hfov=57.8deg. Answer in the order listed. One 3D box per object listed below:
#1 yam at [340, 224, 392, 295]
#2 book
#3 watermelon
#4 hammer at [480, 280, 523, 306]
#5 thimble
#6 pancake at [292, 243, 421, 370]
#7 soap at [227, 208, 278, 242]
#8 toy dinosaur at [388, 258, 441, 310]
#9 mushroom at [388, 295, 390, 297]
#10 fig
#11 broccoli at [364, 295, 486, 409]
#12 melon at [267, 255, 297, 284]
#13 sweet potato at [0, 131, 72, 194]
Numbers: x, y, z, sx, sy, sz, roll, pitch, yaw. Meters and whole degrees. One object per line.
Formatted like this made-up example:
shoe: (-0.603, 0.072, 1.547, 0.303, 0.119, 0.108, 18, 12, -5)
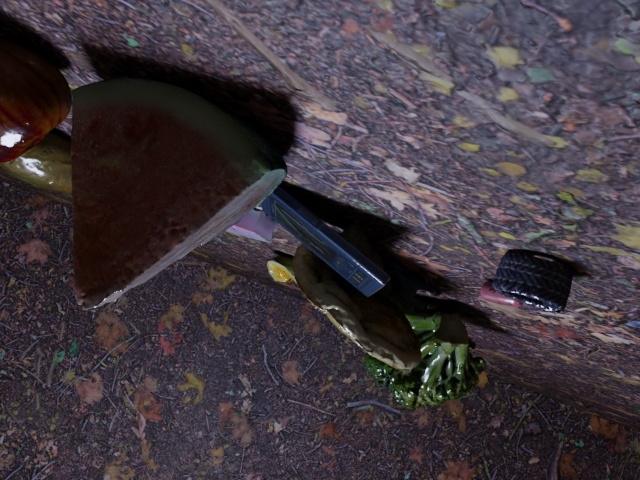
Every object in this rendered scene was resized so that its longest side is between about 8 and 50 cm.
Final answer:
yam: (0.097, 0.047, 1.158, 0.061, 0.061, 0.274, 16, 164, 25)
book: (0.000, 0.000, 1.035, 0.269, 0.025, 0.191, 40, 170, 4)
watermelon: (-0.197, -0.077, 0.715, 0.283, 0.292, 0.250, 24, 140, -7)
hammer: (0.333, 0.097, 1.057, 0.043, 0.043, 0.083, 30, 165, -39)
thimble: (0.308, 0.060, 0.842, 0.104, 0.066, 0.095, 20, 172, 13)
pancake: (0.085, 0.137, 1.282, 0.387, 0.082, 0.387, 39, -168, -10)
soap: (-0.182, -0.047, 1.301, 0.149, 0.056, 0.100, 14, 165, 35)
toy dinosaur: (0.164, 0.087, 1.342, 0.188, 0.075, 0.248, 38, 170, -25)
mushroom: (0.170, 0.207, 1.744, 0.188, 0.141, 0.117, 26, -156, 0)
fig: (-0.447, -0.211, 0.763, 0.207, 0.175, 0.175, 44, 160, -28)
broccoli: (0.277, 0.270, 1.506, 0.321, 0.303, 0.283, 1, 152, -21)
melon: (-0.091, 0.083, 1.760, 0.160, 0.079, 0.128, 10, 147, 50)
sweet potato: (-0.556, -0.158, 1.327, 0.130, 0.130, 0.423, 14, 173, 36)
